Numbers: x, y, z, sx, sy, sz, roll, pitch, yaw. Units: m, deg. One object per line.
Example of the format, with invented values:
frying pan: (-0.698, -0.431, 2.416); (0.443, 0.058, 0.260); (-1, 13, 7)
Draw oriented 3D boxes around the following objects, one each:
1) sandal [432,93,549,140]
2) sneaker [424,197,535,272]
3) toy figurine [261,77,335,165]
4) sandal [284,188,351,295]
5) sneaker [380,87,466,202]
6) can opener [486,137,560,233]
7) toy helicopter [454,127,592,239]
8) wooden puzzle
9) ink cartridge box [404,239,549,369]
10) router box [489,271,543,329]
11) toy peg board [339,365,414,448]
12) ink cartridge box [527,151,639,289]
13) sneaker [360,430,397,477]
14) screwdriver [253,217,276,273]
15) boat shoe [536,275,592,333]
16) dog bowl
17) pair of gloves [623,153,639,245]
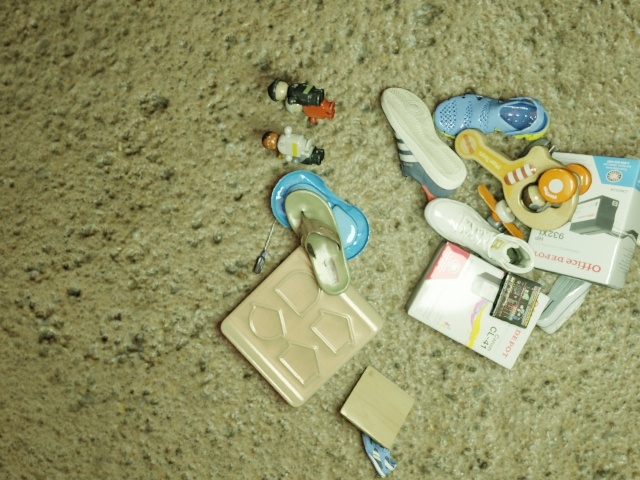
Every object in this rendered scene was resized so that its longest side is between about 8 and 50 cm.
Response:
sandal: (0.461, -0.335, 1.501); (0.317, 0.138, 0.126); (0, 92, 6)
sneaker: (0.412, -0.015, 1.426); (0.292, 0.169, 0.108); (29, 91, -16)
toy figurine: (-0.064, -0.311, 1.507); (0.148, 0.213, 0.210); (14, 94, 13)
sandal: (0.002, 0.001, 1.490); (0.120, 0.086, 0.303); (-25, 89, 4)
sneaker: (0.250, -0.253, 1.532); (0.131, 0.148, 0.350); (-15, 65, -23)
can opener: (0.544, -0.152, 1.540); (0.283, 0.076, 0.095); (-50, 55, 4)
toy helicopter: (0.479, -0.154, 1.435); (0.355, 0.140, 0.235); (44, 127, 25)
wooden puzzle: (-0.051, 0.233, 1.580); (0.348, 0.080, 0.322); (-44, 88, -1)
ink cartridge box: (0.412, 0.168, 1.513); (0.306, 0.131, 0.226); (28, 92, 5)
router box: (0.493, 0.150, 1.423); (0.092, 0.038, 0.123); (21, 90, 4)
toy peg board: (0.147, 0.464, 1.555); (0.161, 0.079, 0.161); (37, 57, 3)
ink cartridge box: (0.679, -0.053, 1.437); (0.223, 0.129, 0.308); (16, 92, 44)
sneaker: (0.161, 0.588, 1.577); (0.059, 0.053, 0.144); (-30, 96, 2)
screwdriver: (-0.152, 0.016, 1.613); (0.025, 0.024, 0.170); (25, 85, -26)
boat shoe: (0.668, 0.155, 1.527); (0.226, 0.083, 0.076); (-43, 118, 0)
dog bowl: (0.002, -0.066, 1.570); (0.297, 0.074, 0.166); (39, 93, 4)
pair of gloves: (0.833, -0.105, 1.457); (0.204, 0.042, 0.240); (-47, 52, 3)
